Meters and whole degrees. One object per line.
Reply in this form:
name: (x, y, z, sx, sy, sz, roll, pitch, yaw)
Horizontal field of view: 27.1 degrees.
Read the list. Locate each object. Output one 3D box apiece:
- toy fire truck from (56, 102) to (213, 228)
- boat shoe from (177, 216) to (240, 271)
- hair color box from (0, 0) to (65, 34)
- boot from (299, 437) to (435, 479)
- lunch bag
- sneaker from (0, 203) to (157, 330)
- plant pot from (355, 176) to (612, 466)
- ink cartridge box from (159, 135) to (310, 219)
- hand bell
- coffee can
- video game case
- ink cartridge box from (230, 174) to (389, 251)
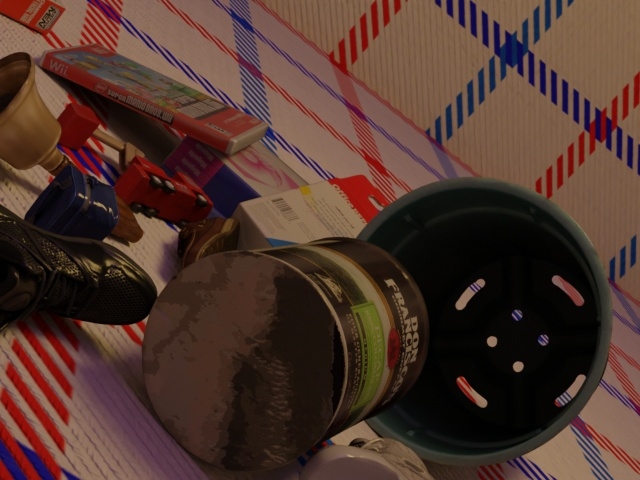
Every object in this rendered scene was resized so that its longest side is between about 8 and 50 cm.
toy fire truck: (-0.229, -0.089, 1.628, 0.192, 0.047, 0.135, 22, 24, -53)
boat shoe: (-0.141, 0.011, 1.564, 0.060, 0.064, 0.178, 11, 15, 6)
hair color box: (-0.442, -0.355, 1.825, 0.167, 0.053, 0.093, 22, 23, -47)
boot: (0.048, 0.246, 1.342, 0.258, 0.095, 0.123, 40, 7, -41)
lunch bag: (-0.249, -0.025, 1.309, 0.065, 0.098, 0.067, 28, 26, -34)
sneaker: (-0.243, 0.043, 1.170, 0.227, 0.087, 0.130, 29, 22, -31)
plant pot: (0.222, 0.117, 1.705, 0.341, 0.341, 0.334, 47, 8, 20)
ink cartridge box: (-0.063, -0.035, 1.852, 0.324, 0.071, 0.330, 41, 14, -4)
hand bell: (-0.277, -0.075, 1.429, 0.242, 0.126, 0.126, 47, 10, -35)
coffee can: (-0.026, 0.103, 1.312, 0.201, 0.201, 0.275, 45, 16, 13)
video game case: (-0.223, -0.199, 1.831, 0.285, 0.025, 0.204, 25, 15, 5)
ink cartridge box: (0.000, 0.000, 1.714, 0.231, 0.078, 0.134, -16, 59, -44)
